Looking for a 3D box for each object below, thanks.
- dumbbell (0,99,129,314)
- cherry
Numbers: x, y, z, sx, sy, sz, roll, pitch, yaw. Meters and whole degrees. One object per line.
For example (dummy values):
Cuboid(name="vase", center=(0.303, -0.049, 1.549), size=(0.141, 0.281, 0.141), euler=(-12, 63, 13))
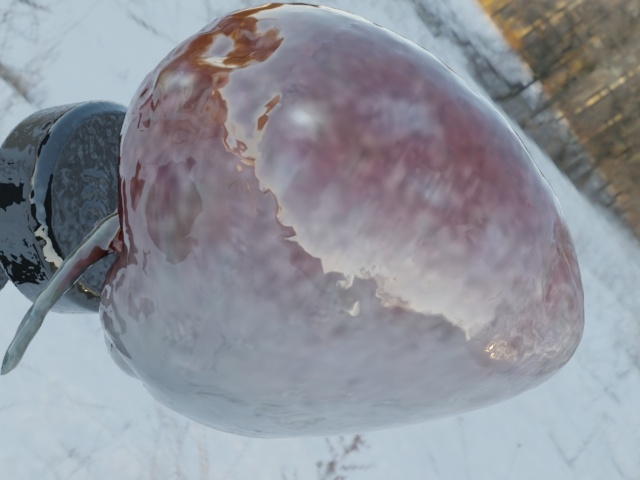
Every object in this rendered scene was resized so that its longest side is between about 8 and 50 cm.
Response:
Cuboid(name="dumbbell", center=(-0.314, -0.024, 1.115), size=(0.203, 0.322, 0.204), euler=(6, 82, -55))
Cuboid(name="cherry", center=(-0.005, 0.009, 0.788), size=(0.335, 0.326, 0.291), euler=(31, 40, -21))
